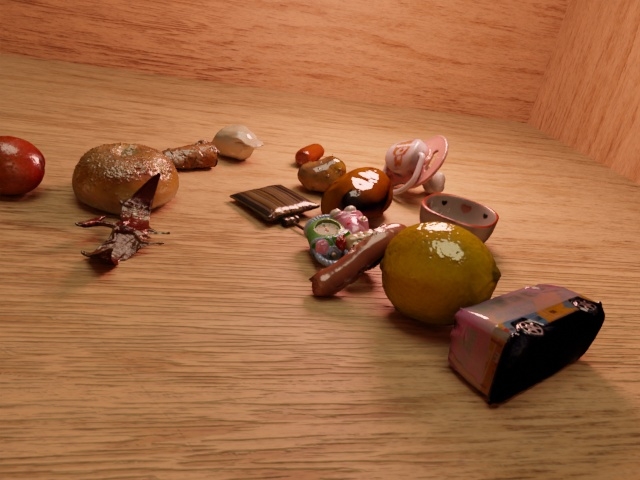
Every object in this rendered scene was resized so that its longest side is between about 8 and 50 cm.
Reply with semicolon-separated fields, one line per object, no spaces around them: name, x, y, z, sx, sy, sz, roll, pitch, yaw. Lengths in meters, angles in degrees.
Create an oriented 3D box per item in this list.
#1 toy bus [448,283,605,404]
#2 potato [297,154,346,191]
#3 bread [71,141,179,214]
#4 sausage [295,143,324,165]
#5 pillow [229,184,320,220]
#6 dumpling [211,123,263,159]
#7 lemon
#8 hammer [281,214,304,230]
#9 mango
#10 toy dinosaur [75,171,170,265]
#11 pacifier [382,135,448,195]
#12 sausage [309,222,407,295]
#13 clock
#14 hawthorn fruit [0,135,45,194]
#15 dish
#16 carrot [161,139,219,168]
toy bus;0.451;0.196;1.166;0.386;0.171;0.162;-9;33;-37
potato;0.007;-0.230;1.899;0.175;0.137;0.137;-13;28;2
bread;-0.567;-0.194;1.563;0.305;0.159;0.306;7;27;-4
sausage;-0.042;-0.350;2.166;0.076;0.076;0.197;18;26;15
pillow;-0.145;-0.124;1.703;0.212;0.052;0.208;-18;35;-38
dumpling;-0.321;-0.379;2.061;0.250;0.132;0.162;9;31;33
lemon;0.270;0.077;1.247;0.267;0.267;0.267;9;26;-4
hammer;0.000;0.000;1.548;0.058;0.029;0.292;-19;41;-42
mango;0.133;-0.147;1.746;0.201;0.153;0.287;36;37;13
toy dinosaur;-0.476;-0.055;1.338;0.206;0.113;0.327;31;38;15
pacifier;0.364;-0.281;2.023;0.273;0.221;0.332;-5;7;-30
sausage;0.102;0.042;1.328;0.304;0.078;0.078;-36;45;-16
clock;0.066;0.007;1.452;0.193;0.100;0.195;-16;41;-16
hawthorn fruit;-0.853;-0.207;1.477;0.172;0.173;0.173;9;26;-4
dish;0.431;-0.050;1.701;0.256;0.117;0.256;8;26;-4
carrot;-0.492;-0.286;1.871;0.263;0.102;0.102;-13;35;-30
